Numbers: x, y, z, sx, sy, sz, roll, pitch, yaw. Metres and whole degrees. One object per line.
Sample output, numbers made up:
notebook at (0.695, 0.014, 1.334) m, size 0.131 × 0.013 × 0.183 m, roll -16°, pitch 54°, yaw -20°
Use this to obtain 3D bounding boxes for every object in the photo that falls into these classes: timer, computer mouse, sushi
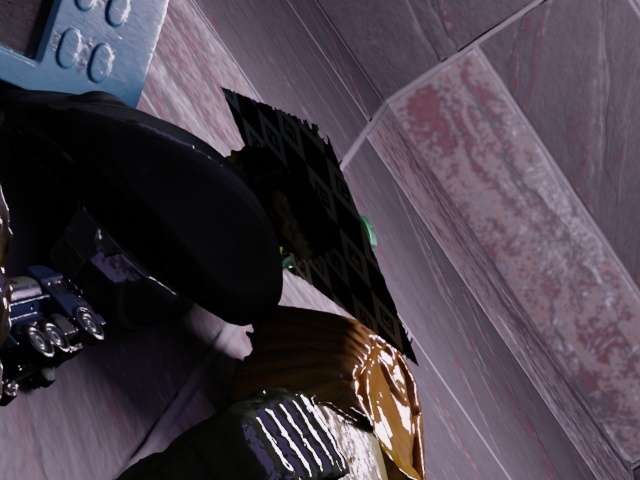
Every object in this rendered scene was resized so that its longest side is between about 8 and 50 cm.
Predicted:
timer at (-0.247, -0.247, 1.563) m, size 0.091 × 0.232 × 0.250 m, roll 16°, pitch -2°, yaw 24°
computer mouse at (-0.189, 0.034, 1.461) m, size 0.126 × 0.071 × 0.231 m, roll 44°, pitch -2°, yaw 7°
computer mouse at (-0.152, -0.053, 1.560) m, size 0.203 × 0.114 × 0.374 m, roll 27°, pitch -15°, yaw 41°
sushi at (-0.027, -0.015, 1.639) m, size 0.290 × 0.050 × 0.264 m, roll 32°, pitch -33°, yaw 61°

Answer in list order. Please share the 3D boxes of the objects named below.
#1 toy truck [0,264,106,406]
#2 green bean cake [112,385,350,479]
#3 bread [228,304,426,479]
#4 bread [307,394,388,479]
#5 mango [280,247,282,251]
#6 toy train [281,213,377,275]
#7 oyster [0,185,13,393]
toy truck at (-0.236, 0.070, 1.212) m, size 0.088 × 0.074 × 0.202 m, roll 49°, pitch 13°, yaw 6°
green bean cake at (-0.086, 0.190, 1.207) m, size 0.094 × 0.183 × 0.185 m, roll 57°, pitch 14°, yaw 6°
bread at (0.017, 0.183, 1.687) m, size 0.274 × 0.149 × 0.274 m, roll 56°, pitch 17°, yaw -26°
bread at (-0.030, 0.233, 1.419) m, size 0.261 × 0.158 × 0.156 m, roll 40°, pitch 32°, yaw -54°
mango at (-0.099, -0.008, 1.828) m, size 0.178 × 0.100 × 0.119 m, roll 50°, pitch 51°, yaw -60°
toy train at (0.000, 0.000, 2.148) m, size 0.071 × 0.105 × 0.178 m, roll 65°, pitch 16°, yaw 16°
oyster at (-0.288, 0.005, 1.040) m, size 0.110 × 0.166 × 0.341 m, roll 48°, pitch 30°, yaw -67°
